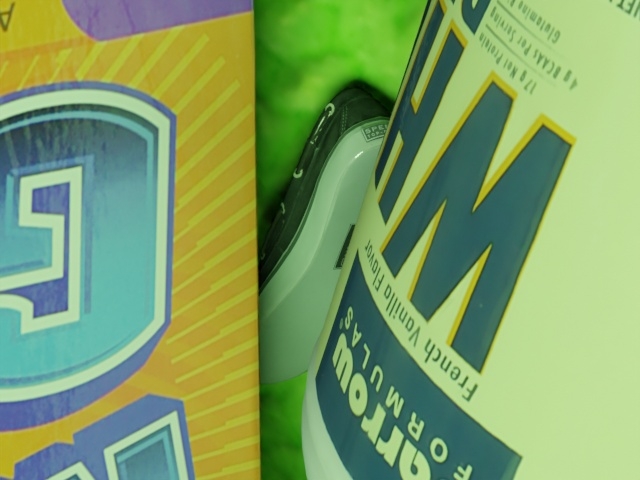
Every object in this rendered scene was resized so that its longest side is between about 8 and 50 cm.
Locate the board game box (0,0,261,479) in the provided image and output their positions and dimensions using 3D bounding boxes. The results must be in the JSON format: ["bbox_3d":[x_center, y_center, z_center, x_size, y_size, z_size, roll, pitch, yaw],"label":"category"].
[{"bbox_3d":[-0.267,0.033,0.618,0.356,0.356,0.356,23,121,44],"label":"board game box"}]

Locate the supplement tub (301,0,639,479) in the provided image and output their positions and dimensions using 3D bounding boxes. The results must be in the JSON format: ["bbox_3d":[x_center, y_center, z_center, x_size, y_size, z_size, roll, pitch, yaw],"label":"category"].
[{"bbox_3d":[0.128,0.008,0.492,0.235,0.235,0.324,29,121,20],"label":"supplement tub"}]

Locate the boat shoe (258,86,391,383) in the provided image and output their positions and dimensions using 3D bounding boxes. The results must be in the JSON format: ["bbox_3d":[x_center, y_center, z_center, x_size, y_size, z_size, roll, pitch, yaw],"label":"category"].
[{"bbox_3d":[0.000,0.000,0.691,0.142,0.049,0.040,-63,39,34],"label":"boat shoe"}]
